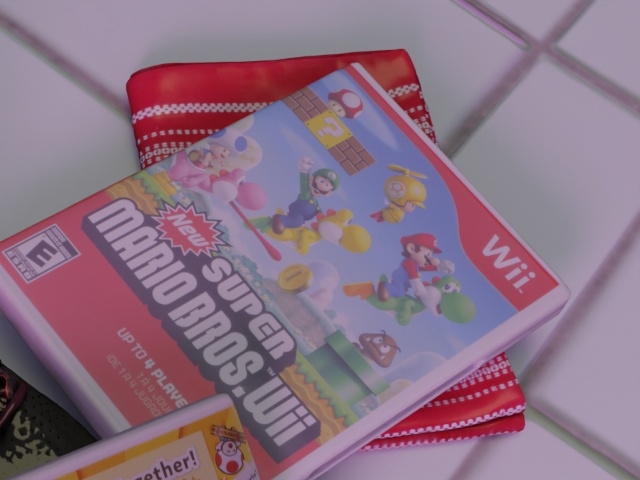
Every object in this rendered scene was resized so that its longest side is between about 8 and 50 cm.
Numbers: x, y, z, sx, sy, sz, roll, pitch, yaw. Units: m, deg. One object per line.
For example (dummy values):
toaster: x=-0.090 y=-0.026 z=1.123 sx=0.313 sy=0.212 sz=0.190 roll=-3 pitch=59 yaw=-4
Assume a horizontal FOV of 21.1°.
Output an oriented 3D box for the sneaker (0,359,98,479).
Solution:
sneaker: x=-0.217 y=0.058 z=0.849 sx=0.281 sy=0.162 sz=0.106 roll=28 pitch=54 yaw=4

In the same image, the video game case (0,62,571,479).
video game case: x=-0.021 y=0.025 z=0.970 sx=0.285 sy=0.025 sz=0.204 roll=-30 pitch=69 yaw=-33

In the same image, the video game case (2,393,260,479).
video game case: x=-0.100 y=0.203 z=0.791 sx=0.227 sy=0.026 sz=0.206 roll=-19 pitch=91 yaw=-38

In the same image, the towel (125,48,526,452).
towel: x=0.000 y=0.000 z=1.034 sx=0.199 sy=0.031 sz=0.275 roll=-5 pitch=58 yaw=-18
